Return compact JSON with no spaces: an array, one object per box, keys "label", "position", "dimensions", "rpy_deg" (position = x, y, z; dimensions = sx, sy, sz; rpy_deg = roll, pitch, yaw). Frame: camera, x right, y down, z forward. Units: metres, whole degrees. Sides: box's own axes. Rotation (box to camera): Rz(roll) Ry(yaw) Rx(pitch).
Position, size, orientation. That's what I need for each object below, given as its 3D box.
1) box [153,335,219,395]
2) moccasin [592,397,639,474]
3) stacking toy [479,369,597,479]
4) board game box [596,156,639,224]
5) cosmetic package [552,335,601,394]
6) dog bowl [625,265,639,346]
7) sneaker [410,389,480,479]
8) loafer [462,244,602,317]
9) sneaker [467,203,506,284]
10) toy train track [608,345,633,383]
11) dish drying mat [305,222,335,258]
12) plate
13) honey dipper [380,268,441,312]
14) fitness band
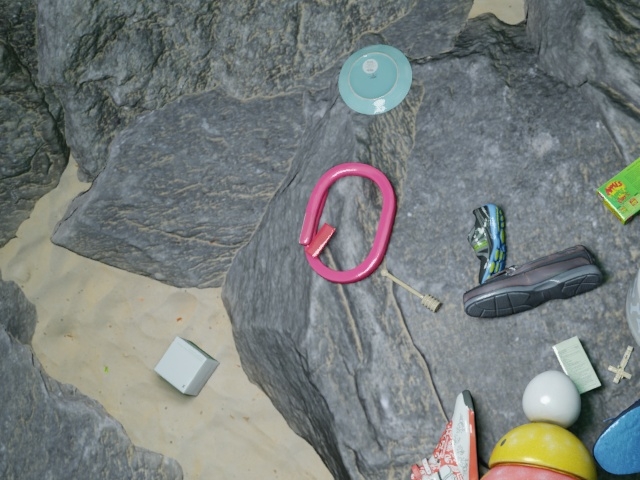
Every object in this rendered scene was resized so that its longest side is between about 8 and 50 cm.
[{"label":"box","position":[-0.318,0.299,2.037],"dimensions":[0.101,0.087,0.102],"rpy_deg":[33,87,21]},{"label":"moccasin","position":[0.698,0.357,1.714],"dimensions":[0.342,0.117,0.138],"rpy_deg":[-31,81,2]},{"label":"stacking toy","position":[0.431,0.488,1.693],"dimensions":[0.350,0.350,0.480],"rpy_deg":[6,61,18]},{"label":"board game box","position":[0.705,-0.127,1.869],"dimensions":[0.181,0.043,0.092],"rpy_deg":[-38,69,4]},{"label":"cosmetic package","position":[0.542,0.267,1.817],"dimensions":[0.060,0.041,0.115],"rpy_deg":[-24,71,10]},{"label":"dog bowl","position":[0.785,0.113,1.686],"dimensions":[0.348,0.102,0.349],"rpy_deg":[-9,51,12]},{"label":"sneaker","position":[0.264,0.456,1.825],"dimensions":[0.145,0.090,0.270],"rpy_deg":[-4,78,13]},{"label":"loafer","position":[0.453,0.089,1.870],"dimensions":[0.302,0.109,0.095],"rpy_deg":[-15,53,6]},{"label":"sneaker","position":[0.371,0.012,1.929],"dimensions":[0.078,0.067,0.188],"rpy_deg":[-7,75,37]},{"label":"toy train track","position":[0.638,0.261,1.805],"dimensions":[0.048,0.014,0.083],"rpy_deg":[23,83,20]},{"label":"dish drying mat","position":[0.000,0.000,2.007],"dimensions":[0.032,0.008,0.083],"rpy_deg":[33,86,18]},{"label":"plate","position":[0.132,-0.403,2.119],"dimensions":[0.188,0.024,0.188],"rpy_deg":[-4,76,16]},{"label":"honey dipper","position":[0.203,0.111,1.964],"dimensions":[0.160,0.030,0.030],"rpy_deg":[33,87,23]},{"label":"fitness band","position":[0.067,-0.041,2.034],"dimensions":[0.209,0.054,0.291],"rpy_deg":[12,81,16]}]
